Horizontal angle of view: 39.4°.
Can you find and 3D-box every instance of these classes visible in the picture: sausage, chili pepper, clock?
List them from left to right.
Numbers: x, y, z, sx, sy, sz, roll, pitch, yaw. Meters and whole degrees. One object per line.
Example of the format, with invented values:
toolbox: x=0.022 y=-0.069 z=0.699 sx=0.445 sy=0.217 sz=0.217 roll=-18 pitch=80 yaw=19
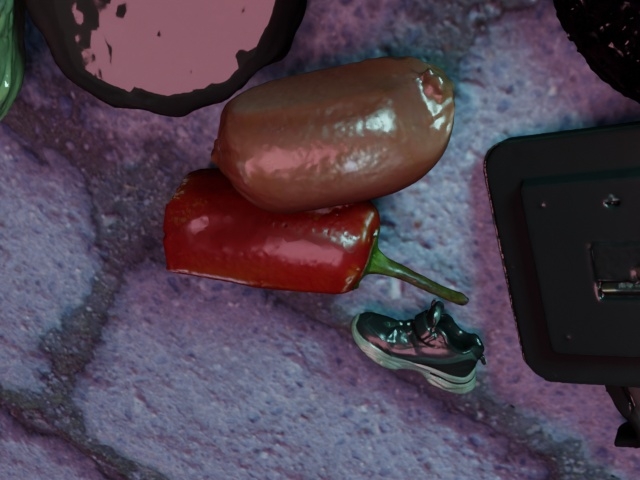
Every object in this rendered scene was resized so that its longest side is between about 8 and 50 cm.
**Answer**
chili pepper: x=-0.001 y=-0.001 z=0.996 sx=0.339 sy=0.134 sz=0.131 roll=11 pitch=110 yaw=15
sausage: x=0.012 y=-0.102 z=0.906 sx=0.255 sy=0.148 sz=0.148 roll=-6 pitch=120 yaw=2
clock: x=0.304 y=0.021 z=0.878 sx=0.279 sy=0.049 sz=0.273 roll=-4 pitch=106 yaw=40

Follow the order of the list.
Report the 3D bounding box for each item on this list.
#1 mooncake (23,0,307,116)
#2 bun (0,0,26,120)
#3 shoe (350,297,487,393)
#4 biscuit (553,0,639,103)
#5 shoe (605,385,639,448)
mooncake: x=-0.147 y=-0.267 z=0.877 sx=0.283 sy=0.141 sz=0.282 roll=5 pitch=115 yaw=10
bun: x=-0.403 y=-0.269 z=0.891 sx=0.213 sy=0.361 sz=0.361 roll=-23 pitch=119 yaw=-18
shoe: x=0.124 y=0.111 z=1.062 sx=0.169 sy=0.071 sz=0.099 roll=24 pitch=123 yaw=-1
biscuit: x=0.285 y=-0.183 z=0.764 sx=0.053 sy=0.194 sz=0.194 roll=-45 pitch=102 yaw=-9
shoe: x=0.367 y=0.161 z=0.992 sx=0.112 sy=0.099 sz=0.227 roll=-6 pitch=119 yaw=32
